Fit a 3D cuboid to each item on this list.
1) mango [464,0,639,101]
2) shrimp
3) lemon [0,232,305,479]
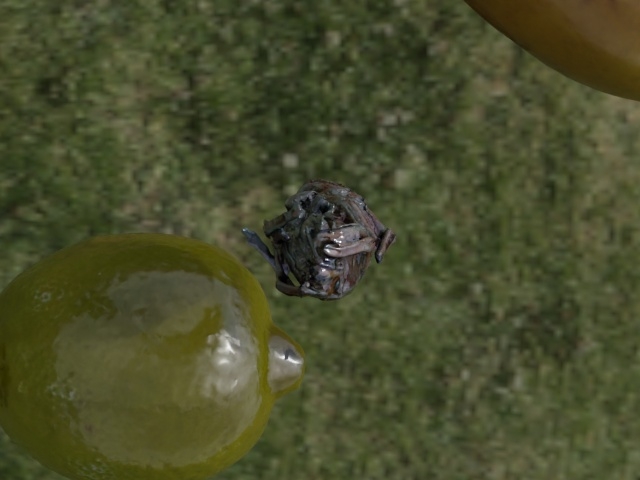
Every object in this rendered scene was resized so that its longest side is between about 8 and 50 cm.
[{"bbox_3d":[0.088,-0.113,0.648,0.178,0.090,0.115,49,45,-13],"label":"mango"},{"bbox_3d":[0.000,0.001,1.183,0.073,0.075,0.190,53,18,-8],"label":"shrimp"},{"bbox_3d":[-0.135,0.085,1.340,0.248,0.184,0.184,3,90,-10],"label":"lemon"}]
